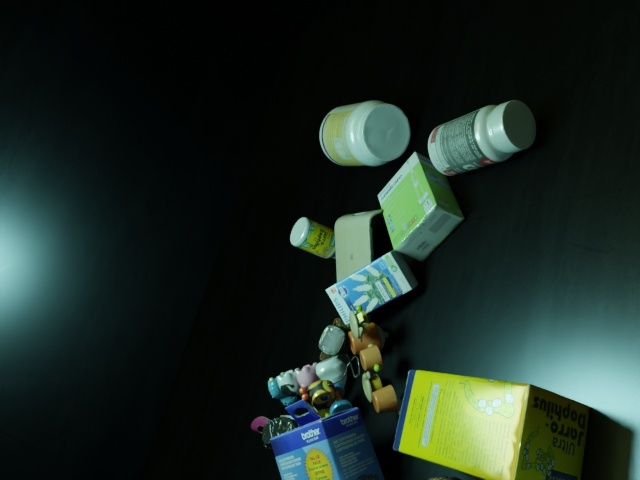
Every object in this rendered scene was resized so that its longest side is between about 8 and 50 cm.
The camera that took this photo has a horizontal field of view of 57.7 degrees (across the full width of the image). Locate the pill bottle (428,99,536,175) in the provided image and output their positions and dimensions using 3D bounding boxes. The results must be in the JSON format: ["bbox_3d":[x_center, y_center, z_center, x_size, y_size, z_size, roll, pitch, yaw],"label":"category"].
[{"bbox_3d":[0.459,-0.291,1.667,0.283,0.161,0.161,-12,58,58],"label":"pill bottle"}]

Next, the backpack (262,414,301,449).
[{"bbox_3d":[-0.085,0.640,1.911,0.152,0.182,0.115,-13,57,33],"label":"backpack"}]

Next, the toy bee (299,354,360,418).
[{"bbox_3d":[0.009,0.481,1.777,0.195,0.162,0.298,-151,62,-69],"label":"toy bee"}]

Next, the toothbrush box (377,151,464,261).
[{"bbox_3d":[0.310,-0.109,1.839,0.206,0.122,0.283,-51,31,30],"label":"toothbrush box"}]

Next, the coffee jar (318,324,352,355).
[{"bbox_3d":[0.061,0.327,1.902,0.079,0.184,0.096,24,89,19],"label":"coffee jar"}]

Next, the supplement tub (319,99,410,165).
[{"bbox_3d":[0.165,-0.403,2.208,0.331,0.241,0.241,16,84,63],"label":"supplement tub"}]

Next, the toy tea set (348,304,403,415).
[{"bbox_3d":[0.179,0.361,1.726,0.200,0.124,0.336,93,163,-61],"label":"toy tea set"}]

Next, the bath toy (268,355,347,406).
[{"bbox_3d":[-0.028,0.487,1.986,0.348,0.151,0.129,-29,79,45],"label":"bath toy"}]

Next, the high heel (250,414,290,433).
[{"bbox_3d":[-0.190,0.719,2.149,0.244,0.082,0.117,-19,42,40],"label":"high heel"}]

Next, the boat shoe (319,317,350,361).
[{"bbox_3d":[0.039,0.347,2.042,0.178,0.060,0.064,-62,27,10],"label":"boat shoe"}]

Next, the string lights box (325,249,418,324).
[{"bbox_3d":[0.160,0.146,1.826,0.259,0.076,0.133,-33,84,27],"label":"string lights box"}]

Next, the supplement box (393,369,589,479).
[{"bbox_3d":[0.357,0.409,1.260,0.356,0.194,0.195,-11,59,58],"label":"supplement box"}]

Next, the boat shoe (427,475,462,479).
[{"bbox_3d":[0.254,0.701,1.321,0.120,0.122,0.324,-21,43,62],"label":"boat shoe"}]

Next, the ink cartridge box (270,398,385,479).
[{"bbox_3d":[0.021,0.628,1.581,0.270,0.151,0.396,-38,64,44],"label":"ink cartridge box"}]

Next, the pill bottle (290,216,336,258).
[{"bbox_3d":[0.000,0.000,2.224,0.117,0.208,0.118,-42,35,39],"label":"pill bottle"}]

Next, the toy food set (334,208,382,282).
[{"bbox_3d":[0.146,0.054,1.984,0.219,0.092,0.306,-3,90,61],"label":"toy food set"}]
